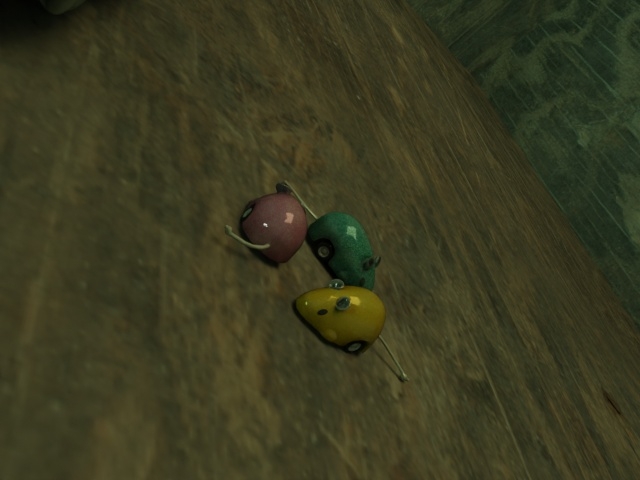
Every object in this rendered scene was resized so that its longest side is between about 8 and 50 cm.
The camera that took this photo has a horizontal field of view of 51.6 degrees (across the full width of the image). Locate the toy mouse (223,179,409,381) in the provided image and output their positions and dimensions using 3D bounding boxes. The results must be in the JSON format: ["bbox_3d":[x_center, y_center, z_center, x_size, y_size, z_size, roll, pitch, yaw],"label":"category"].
[{"bbox_3d":[0.000,0.000,0.422,0.161,0.031,0.143,33,29,-38],"label":"toy mouse"}]

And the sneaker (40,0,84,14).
[{"bbox_3d":[-0.140,-0.180,0.370,0.087,0.092,0.228,42,5,-17],"label":"sneaker"}]
